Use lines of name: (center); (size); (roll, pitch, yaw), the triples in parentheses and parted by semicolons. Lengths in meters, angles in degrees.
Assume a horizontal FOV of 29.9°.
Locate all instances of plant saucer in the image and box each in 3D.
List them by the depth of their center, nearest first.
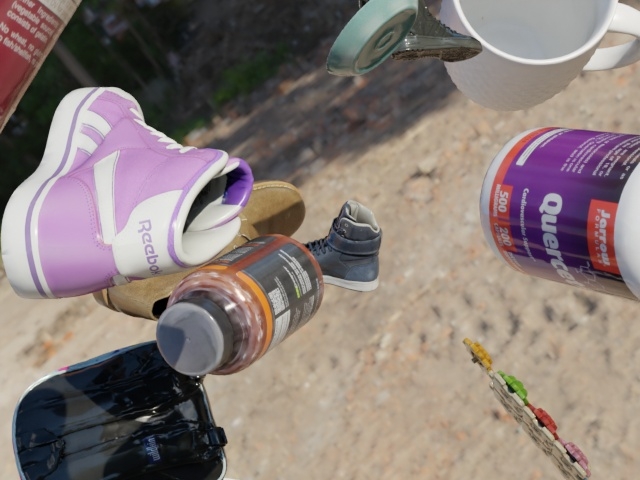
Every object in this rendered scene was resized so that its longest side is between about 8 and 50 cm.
plant saucer: (0.056, -0.199, 1.160); (0.119, 0.021, 0.119); (-40, -14, -13)

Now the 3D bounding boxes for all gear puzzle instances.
gear puzzle: (0.376, 0.304, 2.180); (0.044, 0.339, 0.175); (-38, -22, -7)

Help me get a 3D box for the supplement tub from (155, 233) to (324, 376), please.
supplement tub: (-0.079, 0.064, 1.150); (0.106, 0.106, 0.198); (-31, 0, 28)

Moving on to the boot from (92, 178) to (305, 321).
boot: (-0.108, 0.019, 1.380); (0.115, 0.112, 0.305); (21, 35, 38)

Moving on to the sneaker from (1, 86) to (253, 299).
sneaker: (-0.125, -0.044, 0.904); (0.161, 0.102, 0.282); (-9, 30, 5)

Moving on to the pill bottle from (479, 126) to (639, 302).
pill bottle: (0.336, -0.027, 1.319); (0.181, 0.181, 0.323); (-44, 27, -18)

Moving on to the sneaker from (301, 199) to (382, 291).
sneaker: (0.001, -0.001, 2.148); (0.226, 0.163, 0.086); (7, 36, 1)

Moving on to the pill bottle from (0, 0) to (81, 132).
pill bottle: (-0.328, -0.264, 1.106); (0.392, 0.224, 0.224); (-60, 16, -3)

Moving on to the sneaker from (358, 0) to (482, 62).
sneaker: (0.134, -0.283, 1.566); (0.170, 0.089, 0.051); (-5, -14, -30)

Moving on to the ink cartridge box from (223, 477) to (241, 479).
ink cartridge box: (-0.177, 0.537, 1.779); (0.119, 0.207, 0.354); (111, 168, -59)

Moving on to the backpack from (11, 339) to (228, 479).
backpack: (-0.269, 0.261, 1.555); (0.253, 0.225, 0.191); (-15, -15, -19)

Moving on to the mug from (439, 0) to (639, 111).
mug: (0.389, -0.363, 2.088); (0.328, 0.374, 0.276); (97, 179, -75)
